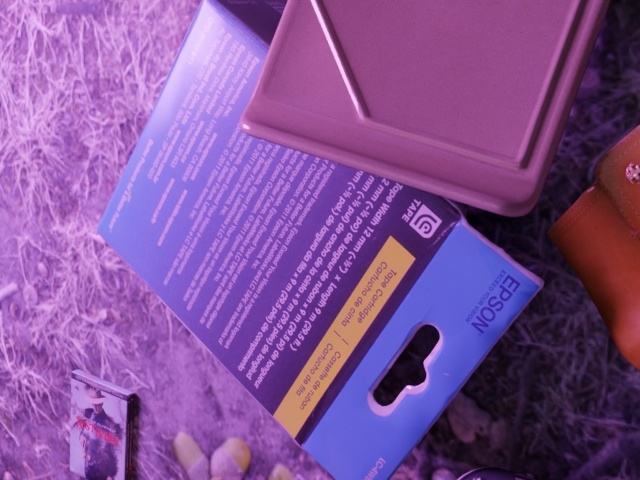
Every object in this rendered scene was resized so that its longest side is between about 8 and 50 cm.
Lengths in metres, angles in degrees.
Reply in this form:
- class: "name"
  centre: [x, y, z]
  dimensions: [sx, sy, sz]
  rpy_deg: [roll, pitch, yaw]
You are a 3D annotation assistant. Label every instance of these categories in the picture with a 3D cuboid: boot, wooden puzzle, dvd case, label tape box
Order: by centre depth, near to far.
- class: "boot"
  centre: [0.288, -0.009, 0.668]
  dimensions: [0.295, 0.104, 0.211]
  rpy_deg: [-41, 76, 39]
- class: "wooden puzzle"
  centre: [0.081, -0.151, 0.755]
  dimensions: [0.221, 0.044, 0.238]
  rpy_deg: [19, 81, 20]
- class: "label tape box"
  centre: [0.000, 0.000, 0.877]
  dimensions: [0.348, 0.115, 0.249]
  rpy_deg: [42, 121, 19]
- class: "dvd case"
  centre: [-0.234, 0.205, 1.152]
  dimensions: [0.087, 0.013, 0.119]
  rpy_deg: [16, 108, 33]

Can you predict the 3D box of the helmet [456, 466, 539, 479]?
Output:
- class: "helmet"
  centre: [0.140, 0.258, 0.799]
  dimensions: [0.169, 0.169, 0.161]
  rpy_deg: [52, 140, 15]
